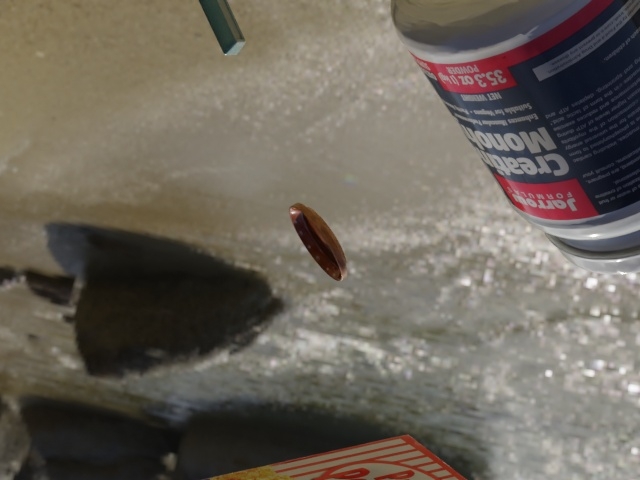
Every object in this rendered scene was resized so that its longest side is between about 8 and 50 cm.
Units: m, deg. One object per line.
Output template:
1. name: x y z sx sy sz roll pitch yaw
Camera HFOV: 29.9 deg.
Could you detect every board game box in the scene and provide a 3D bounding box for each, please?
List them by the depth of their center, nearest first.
1. board game box: 0.021 0.200 0.823 0.193 0.045 0.147 -6 -159 -31

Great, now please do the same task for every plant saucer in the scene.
1. plant saucer: 0.000 0.000 1.106 0.083 0.013 0.083 51 167 17
2. plant saucer: -0.119 -0.266 1.134 0.018 0.192 0.067 -23 -174 10

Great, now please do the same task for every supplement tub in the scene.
1. supplement tub: 0.193 -0.123 0.897 0.191 0.191 0.272 -2 138 43
